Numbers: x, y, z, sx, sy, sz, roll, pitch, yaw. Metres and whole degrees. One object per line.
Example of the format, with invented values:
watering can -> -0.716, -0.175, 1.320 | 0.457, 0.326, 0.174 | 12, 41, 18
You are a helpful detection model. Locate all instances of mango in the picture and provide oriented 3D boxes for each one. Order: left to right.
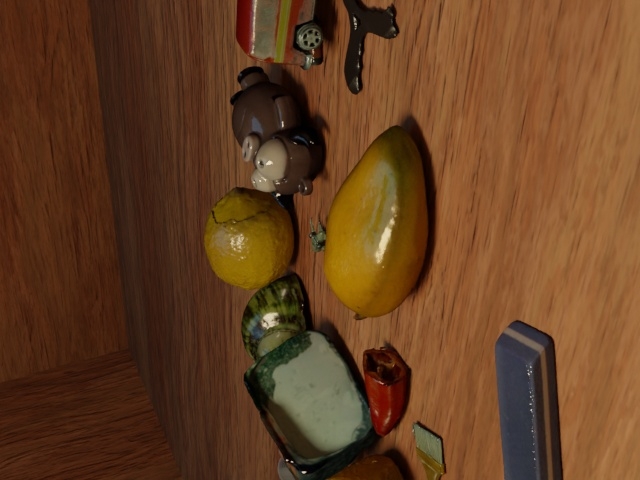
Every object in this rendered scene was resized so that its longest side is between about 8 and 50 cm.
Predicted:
mango -> 0.080, -0.015, 1.357 | 0.176, 0.119, 0.317 | -120, 35, -43

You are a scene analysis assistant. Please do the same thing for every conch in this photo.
conch -> -0.082, 0.177, 1.884 | 0.181, 0.124, 0.187 | 55, 143, 38

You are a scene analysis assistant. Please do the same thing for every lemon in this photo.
lemon -> -0.135, -0.002, 1.828 | 0.180, 0.180, 0.193 | 46, 119, 54

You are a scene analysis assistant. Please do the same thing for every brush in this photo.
brush -> 0.178, 0.391, 1.501 | 0.082, 0.010, 0.218 | -156, 54, -64

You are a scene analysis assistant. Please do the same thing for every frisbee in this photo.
frisbee -> 0.062, -0.301, 1.352 | 0.187, 0.012, 0.211 | -146, 47, -60

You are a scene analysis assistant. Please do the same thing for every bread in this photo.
bread -> 0.043, 0.456, 1.590 | 0.139, 0.240, 0.240 | 58, 155, 18

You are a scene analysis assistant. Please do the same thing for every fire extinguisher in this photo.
fire extinguisher -> -0.009, -0.315, 1.509 | 0.028, 0.022, 0.083 | -76, -12, -57

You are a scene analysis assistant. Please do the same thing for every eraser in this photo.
eraser -> 0.248, 0.213, 1.160 | 0.082, 0.036, 0.225 | -153, 52, -63

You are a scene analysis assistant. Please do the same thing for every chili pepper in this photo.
chili pepper -> 0.100, 0.257, 1.550 | 0.088, 0.065, 0.169 | -125, 26, -46

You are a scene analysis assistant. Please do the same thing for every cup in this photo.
cup -> -0.037, 0.468, 2.048 | 0.116, 0.074, 0.104 | 148, 136, -65

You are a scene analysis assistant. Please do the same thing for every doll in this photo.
doll -> -0.077, -0.178, 1.649 | 0.182, 0.117, 0.257 | 114, 141, -50

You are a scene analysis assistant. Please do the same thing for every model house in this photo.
model house -> -0.006, 0.348, 1.774 | 0.253, 0.184, 0.291 | 53, 164, 35

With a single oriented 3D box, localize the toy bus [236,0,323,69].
toy bus -> -0.056, -0.391, 1.410 | 0.121, 0.119, 0.265 | -121, 34, -55

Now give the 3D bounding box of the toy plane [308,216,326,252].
toy plane -> -0.002, 0.001, 1.685 | 0.080, 0.033, 0.083 | 54, 154, 16
